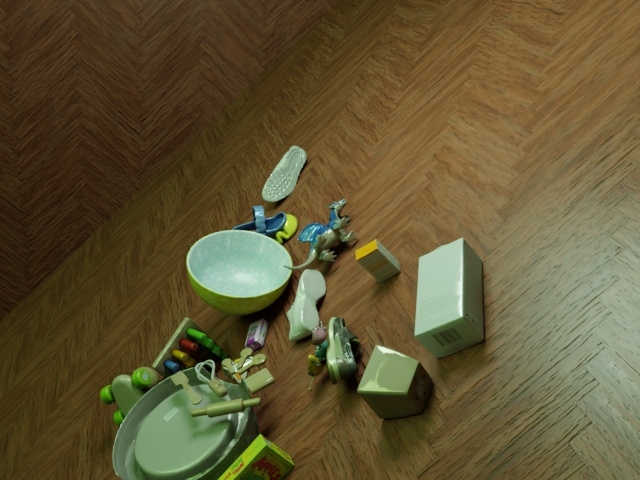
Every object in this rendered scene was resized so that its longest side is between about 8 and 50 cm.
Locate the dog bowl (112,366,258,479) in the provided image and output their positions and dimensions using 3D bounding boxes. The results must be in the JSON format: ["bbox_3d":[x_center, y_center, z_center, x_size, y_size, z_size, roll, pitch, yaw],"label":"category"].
[{"bbox_3d":[-0.301,0.454,1.734,0.349,0.102,0.348,-17,35,12],"label":"dog bowl"}]

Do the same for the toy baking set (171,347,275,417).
[{"bbox_3d":[-0.226,0.334,1.732,0.256,0.030,0.196,-15,30,6],"label":"toy baking set"}]

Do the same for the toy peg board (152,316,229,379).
[{"bbox_3d":[-0.336,0.320,2.007,0.079,0.161,0.160,12,60,42],"label":"toy peg board"}]

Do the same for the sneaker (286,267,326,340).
[{"bbox_3d":[-0.047,0.162,1.910,0.094,0.080,0.212,-39,27,38],"label":"sneaker"}]

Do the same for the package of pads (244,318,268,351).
[{"bbox_3d":[-0.171,0.252,1.994,0.050,0.032,0.083,-30,31,32],"label":"package of pads"}]

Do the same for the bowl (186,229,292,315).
[{"bbox_3d":[-0.228,0.117,2.089,0.289,0.290,0.156,-89,7,-53],"label":"bowl"}]

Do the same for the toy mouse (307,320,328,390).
[{"bbox_3d":[0.000,0.238,1.704,0.031,0.160,0.143,7,40,10],"label":"toy mouse"}]

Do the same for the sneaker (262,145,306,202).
[{"bbox_3d":[-0.129,-0.210,2.525,0.095,0.090,0.235,-25,28,57],"label":"sneaker"}]

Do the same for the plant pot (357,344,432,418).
[{"bbox_3d":[0.152,0.278,1.448,0.096,0.109,0.109,-1,49,38],"label":"plant pot"}]

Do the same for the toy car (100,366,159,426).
[{"bbox_3d":[-0.504,0.425,2.160,0.155,0.148,0.188,-28,3,24],"label":"toy car"}]

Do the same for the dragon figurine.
[{"bbox_3d":[0.000,0.000,2.016,0.289,0.085,0.144,-44,23,-21],"label":"dragon figurine"}]

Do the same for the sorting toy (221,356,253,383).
[{"bbox_3d":[-0.210,0.325,1.951,0.075,0.044,0.083,-36,22,-25],"label":"sorting toy"}]

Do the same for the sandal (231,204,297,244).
[{"bbox_3d":[-0.226,0.006,2.292,0.317,0.138,0.126,-45,29,5],"label":"sandal"}]

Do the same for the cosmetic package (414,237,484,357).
[{"bbox_3d":[0.264,0.114,1.532,0.117,0.085,0.231,-27,31,31],"label":"cosmetic package"}]

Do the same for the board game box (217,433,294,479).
[{"bbox_3d":[-0.151,0.502,1.563,0.181,0.092,0.043,-46,27,-2],"label":"board game box"}]

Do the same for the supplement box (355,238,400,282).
[{"bbox_3d":[0.136,0.049,1.774,0.062,0.098,0.036,-31,34,24],"label":"supplement box"}]

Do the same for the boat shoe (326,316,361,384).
[{"bbox_3d":[0.054,0.240,1.665,0.074,0.080,0.223,-9,22,6],"label":"boat shoe"}]
